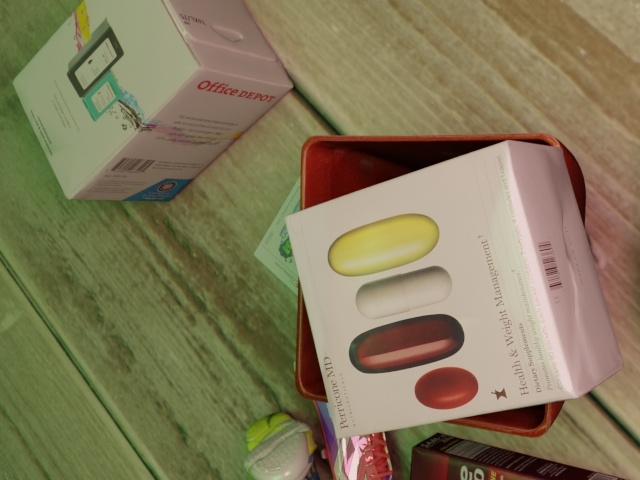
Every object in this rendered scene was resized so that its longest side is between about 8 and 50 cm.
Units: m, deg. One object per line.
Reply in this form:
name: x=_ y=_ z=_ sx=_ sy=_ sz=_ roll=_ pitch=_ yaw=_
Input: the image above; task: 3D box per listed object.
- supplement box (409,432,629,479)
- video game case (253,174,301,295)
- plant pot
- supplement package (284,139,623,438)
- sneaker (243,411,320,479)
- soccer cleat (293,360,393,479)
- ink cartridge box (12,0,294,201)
supplement box: x=0.218 y=0.309 z=1.025 sx=0.239 sy=0.073 sz=0.130 roll=7 pitch=96 yaw=33
video game case: x=0.000 y=0.000 z=1.180 sx=0.143 sy=0.019 sz=0.157 roll=41 pitch=112 yaw=24
plant pot: x=0.152 y=0.031 z=0.957 sx=0.267 sy=0.236 sz=0.267 roll=4 pitch=93 yaw=32
supplement package: x=0.109 y=0.042 z=0.757 sx=0.203 sy=0.149 sz=0.194 roll=-18 pitch=82 yaw=30
sneaker: x=-0.030 y=0.287 z=1.119 sx=0.091 sy=0.240 sz=0.126 roll=-28 pitch=94 yaw=-3
soccer cleat: x=0.048 y=0.233 z=1.128 sx=0.095 sy=0.083 sz=0.248 roll=-29 pitch=74 yaw=26
ink cartridge box: x=-0.220 y=-0.206 z=1.206 sx=0.270 sy=0.198 sz=0.197 roll=-38 pitch=72 yaw=27
